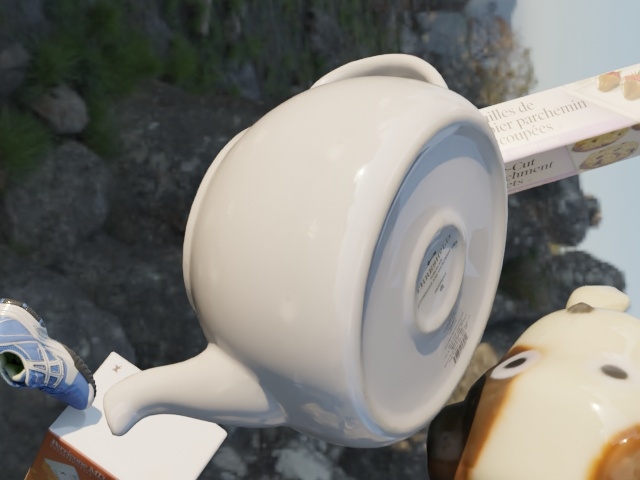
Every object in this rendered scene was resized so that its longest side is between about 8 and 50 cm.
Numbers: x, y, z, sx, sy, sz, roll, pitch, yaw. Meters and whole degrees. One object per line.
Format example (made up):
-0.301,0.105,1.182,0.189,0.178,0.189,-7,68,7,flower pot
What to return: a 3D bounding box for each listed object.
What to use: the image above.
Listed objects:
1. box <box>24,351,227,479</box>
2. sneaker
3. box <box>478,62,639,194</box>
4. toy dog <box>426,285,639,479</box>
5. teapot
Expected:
-0.323,0.368,1.564,0.168,0.215,0.345,-54,178,-44,box
-0.380,0.169,1.342,0.211,0.080,0.081,53,40,-36,sneaker
0.249,-0.106,0.917,0.067,0.323,0.063,85,-13,-60,box
0.261,0.213,0.878,0.408,0.284,0.396,41,71,-42,toy dog
0.000,0.000,0.671,0.256,0.187,0.253,-10,111,-56,teapot
